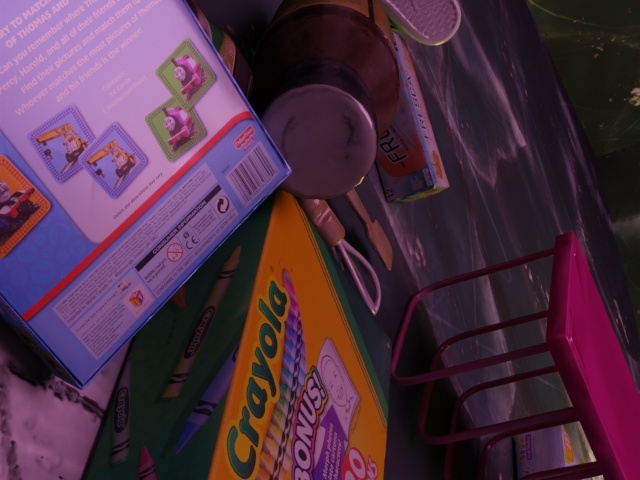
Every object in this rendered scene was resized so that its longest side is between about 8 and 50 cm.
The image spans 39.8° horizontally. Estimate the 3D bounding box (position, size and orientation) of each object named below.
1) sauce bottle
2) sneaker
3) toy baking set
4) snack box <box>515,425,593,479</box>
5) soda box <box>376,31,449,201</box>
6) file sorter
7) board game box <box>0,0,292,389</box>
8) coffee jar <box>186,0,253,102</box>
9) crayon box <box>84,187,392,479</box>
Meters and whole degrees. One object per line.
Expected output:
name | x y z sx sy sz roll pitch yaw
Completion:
sauce bottle | 0.002 -0.123 0.649 0.344 0.111 0.111 -81 147 -68
sneaker | 0.041 -0.325 1.016 0.256 0.094 0.151 44 3 -19
toy baking set | -0.003 -0.006 0.738 0.196 0.030 0.256 71 23 -10
snack box | 0.314 0.365 1.118 0.207 0.070 0.174 58 27 -33
soda box | 0.085 -0.135 0.982 0.063 0.058 0.183 -4 76 -66
file sorter | 0.211 0.182 0.878 0.290 0.182 0.202 63 26 -17
board game box | -0.121 -0.063 0.399 0.160 0.039 0.211 -48 124 -26
coffee jar | -0.113 -0.118 0.500 0.184 0.079 0.096 48 37 -42
crayon box | -0.036 0.118 0.500 0.165 0.081 0.278 55 28 -34
